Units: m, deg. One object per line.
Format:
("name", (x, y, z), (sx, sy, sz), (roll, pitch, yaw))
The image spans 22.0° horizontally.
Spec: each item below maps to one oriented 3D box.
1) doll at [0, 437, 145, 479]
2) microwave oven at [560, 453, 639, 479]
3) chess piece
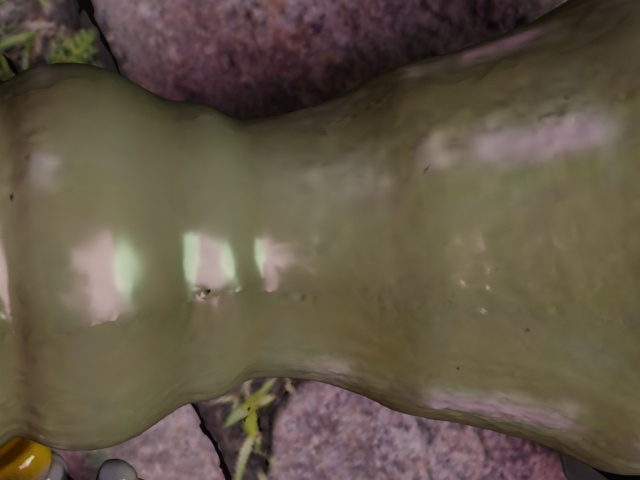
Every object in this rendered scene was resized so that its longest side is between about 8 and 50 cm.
("doll", (-0.092, 0.234, 0.846), (0.145, 0.103, 0.316), (-44, 112, -25))
("microwave oven", (0.227, 0.097, 0.894), (0.122, 0.208, 0.162), (33, 90, -30))
("chess piece", (0.000, 0.000, 0.717), (0.442, 0.234, 0.234), (-2, 107, -9))
